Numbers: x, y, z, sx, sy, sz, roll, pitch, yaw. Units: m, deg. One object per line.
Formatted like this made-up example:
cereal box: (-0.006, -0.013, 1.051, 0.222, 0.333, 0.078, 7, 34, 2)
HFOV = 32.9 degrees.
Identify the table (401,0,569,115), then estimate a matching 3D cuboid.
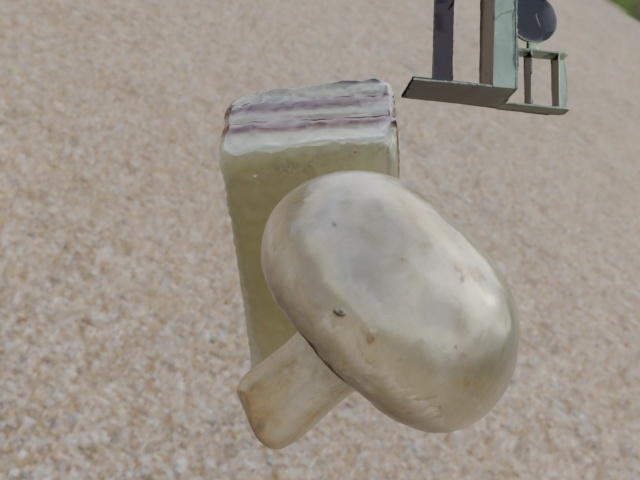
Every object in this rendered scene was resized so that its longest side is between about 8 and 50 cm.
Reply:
table: (0.172, -0.209, 1.078, 0.175, 0.146, 0.062, 4, -13, -8)

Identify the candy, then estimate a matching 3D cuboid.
candy: (0.000, 0.000, 1.150, 0.179, 0.321, 0.135, -3, 37, 3)

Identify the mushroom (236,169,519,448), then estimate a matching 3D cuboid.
mushroom: (0.024, 0.064, 0.768, 0.207, 0.215, 0.207, 41, 18, -17)
